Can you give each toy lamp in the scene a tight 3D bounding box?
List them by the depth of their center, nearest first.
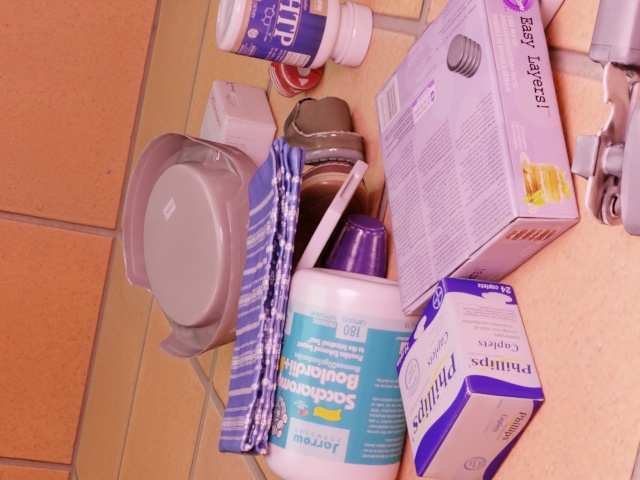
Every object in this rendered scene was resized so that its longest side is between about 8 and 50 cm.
[{"bbox_3d":[0.020,0.102,1.543,0.080,0.080,0.274,-115,36,-61],"label":"toy lamp"}]

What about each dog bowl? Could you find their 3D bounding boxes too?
[{"bbox_3d":[-0.184,0.005,2.038,0.349,0.102,0.348,5,97,55],"label":"dog bowl"}]

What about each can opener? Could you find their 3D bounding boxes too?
[{"bbox_3d":[0.253,-0.144,0.968,0.095,0.076,0.283,14,95,41],"label":"can opener"}]

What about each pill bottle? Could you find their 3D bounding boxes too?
[{"bbox_3d":[0.021,0.167,1.383,0.146,0.146,0.264,-165,84,-73],"label":"pill bottle"},{"bbox_3d":[-0.033,-0.284,1.719,0.112,0.187,0.112,-171,90,-73],"label":"pill bottle"}]

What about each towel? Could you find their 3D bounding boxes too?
[{"bbox_3d":[-0.074,0.069,1.465,0.243,0.040,0.335,145,133,-76],"label":"towel"}]

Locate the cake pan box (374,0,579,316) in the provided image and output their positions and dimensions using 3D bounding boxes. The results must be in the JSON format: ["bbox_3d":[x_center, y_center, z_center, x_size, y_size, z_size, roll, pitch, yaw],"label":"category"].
[{"bbox_3d":[0.133,-0.080,1.239,0.267,0.070,0.245,130,139,-60],"label":"cake pan box"}]

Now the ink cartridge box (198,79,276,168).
[{"bbox_3d":[-0.150,-0.137,2.180,0.154,0.093,0.212,-110,31,-56],"label":"ink cartridge box"}]

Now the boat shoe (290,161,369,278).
[{"bbox_3d":[-0.026,-0.033,1.693,0.342,0.123,0.123,120,153,-62],"label":"boat shoe"}]

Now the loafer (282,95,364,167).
[{"bbox_3d":[-0.003,-0.144,1.708,0.251,0.094,0.087,-147,63,-72],"label":"loafer"}]

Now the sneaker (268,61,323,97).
[{"bbox_3d":[-0.046,-0.317,1.953,0.128,0.087,0.221,153,126,-68],"label":"sneaker"}]

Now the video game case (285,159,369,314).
[{"bbox_3d":[0.000,0.000,1.485,0.157,0.019,0.143,-61,0,29],"label":"video game case"}]

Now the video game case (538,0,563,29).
[{"bbox_3d":[0.184,-0.250,1.286,0.201,0.023,0.183,120,153,-47],"label":"video game case"}]

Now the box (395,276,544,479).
[{"bbox_3d":[0.129,0.125,1.183,0.137,0.072,0.126,-100,24,-45],"label":"box"}]
